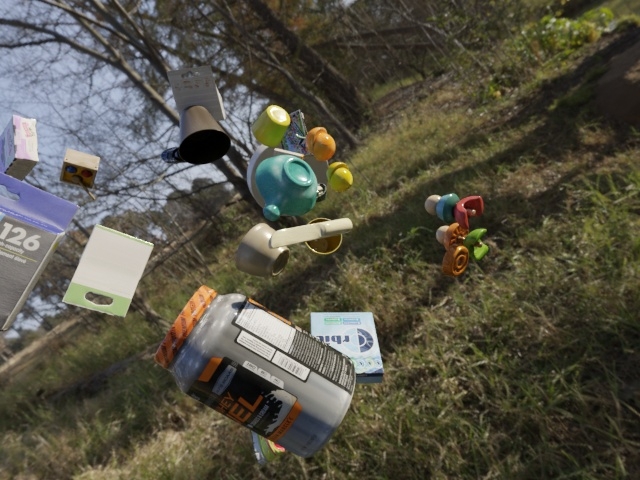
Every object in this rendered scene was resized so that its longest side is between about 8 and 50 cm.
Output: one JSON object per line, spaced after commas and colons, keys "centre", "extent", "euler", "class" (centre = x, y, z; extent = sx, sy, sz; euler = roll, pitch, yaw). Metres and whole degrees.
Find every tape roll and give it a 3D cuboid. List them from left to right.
{"centre": [-0.148, -0.299, 1.907], "extent": [0.392, 0.392, 0.072], "euler": [-40, 37, -1], "class": "tape roll"}

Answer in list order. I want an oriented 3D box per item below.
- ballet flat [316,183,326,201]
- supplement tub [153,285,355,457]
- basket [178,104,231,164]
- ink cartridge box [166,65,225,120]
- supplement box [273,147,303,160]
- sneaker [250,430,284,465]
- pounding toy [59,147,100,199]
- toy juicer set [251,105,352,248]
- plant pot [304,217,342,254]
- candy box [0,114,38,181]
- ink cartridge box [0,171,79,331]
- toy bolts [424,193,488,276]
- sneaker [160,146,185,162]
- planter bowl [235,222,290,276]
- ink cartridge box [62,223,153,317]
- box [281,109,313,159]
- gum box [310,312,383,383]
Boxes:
{"centre": [-0.058, -0.147, 1.304], "extent": [0.189, 0.070, 0.070], "euler": [-21, -4, -34], "class": "ballet flat"}
{"centre": [-0.113, 0.223, 0.726], "extent": [0.193, 0.316, 0.193], "euler": [-58, 5, 8], "class": "supplement tub"}
{"centre": [-0.490, -0.438, 1.655], "extent": [0.205, 0.226, 0.154], "euler": [-21, -40, -10], "class": "basket"}
{"centre": [-0.526, -0.618, 1.741], "extent": [0.189, 0.232, 0.066], "euler": [-8, 32, -2], "class": "ink cartridge box"}
{"centre": [-0.112, -0.269, 1.376], "extent": [0.036, 0.099, 0.062], "euler": [-80, 4, -67], "class": "supplement box"}
{"centre": [-0.166, 0.563, 1.245], "extent": [0.094, 0.208, 0.081], "euler": [-20, -10, 4], "class": "sneaker"}
{"centre": [-0.899, -0.245, 1.534], "extent": [0.141, 0.130, 0.100], "euler": [-46, 42, 39], "class": "pounding toy"}
{"centre": [-0.031, -0.105, 0.819], "extent": [0.089, 0.210, 0.328], "euler": [-40, 49, 47], "class": "toy juicer set"}
{"centre": [0.000, 0.000, 1.448], "extent": [0.134, 0.134, 0.095], "euler": [-43, -8, -22], "class": "plant pot"}
{"centre": [-1.066, -0.318, 1.434], "extent": [0.196, 0.164, 0.070], "euler": [-22, -16, 37], "class": "candy box"}
{"centre": [-0.725, -0.011, 0.832], "extent": [0.072, 0.304, 0.306], "euler": [-16, 51, 62], "class": "ink cartridge box"}
{"centre": [0.379, -0.027, 1.225], "extent": [0.218, 0.228, 0.159], "euler": [-36, 36, -28], "class": "toy bolts"}
{"centre": [-0.642, -0.385, 1.827], "extent": [0.233, 0.081, 0.090], "euler": [3, 5, 25], "class": "sneaker"}
{"centre": [-0.160, 0.043, 1.219], "extent": [0.162, 0.109, 0.162], "euler": [-52, -21, -30], "class": "planter bowl"}
{"centre": [-0.618, 0.091, 1.196], "extent": [0.056, 0.171, 0.234], "euler": [-12, 59, 57], "class": "ink cartridge box"}
{"centre": [-0.106, -0.418, 1.667], "extent": [0.114, 0.206, 0.036], "euler": [-19, -18, 19], "class": "box"}
{"centre": [0.056, 0.249, 0.963], "extent": [0.157, 0.041, 0.184], "euler": [0, 35, -4], "class": "gum box"}
